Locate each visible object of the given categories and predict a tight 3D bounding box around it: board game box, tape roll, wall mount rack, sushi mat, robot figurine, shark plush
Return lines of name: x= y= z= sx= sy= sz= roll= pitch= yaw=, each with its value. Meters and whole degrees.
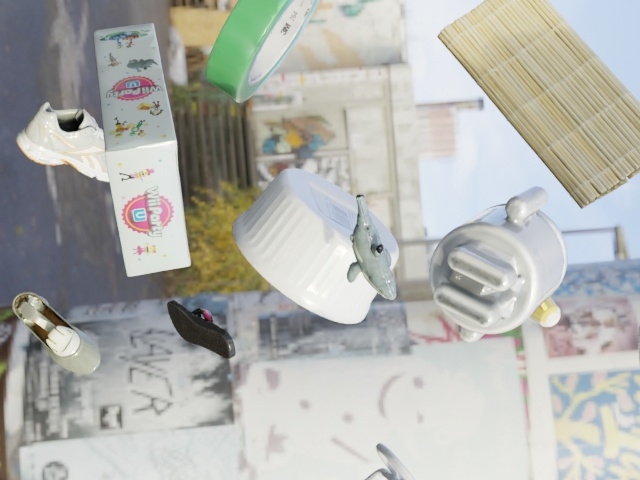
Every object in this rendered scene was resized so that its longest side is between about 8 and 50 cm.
board game box: x=-0.258 y=-0.135 z=1.438 sx=0.303 sy=0.097 sz=0.224 roll=-110 pitch=-165 yaw=-47
tape roll: x=-0.102 y=-0.423 z=1.963 sx=0.321 sy=0.077 sz=0.321 roll=-56 pitch=177 yaw=-4
wall mount rack: x=0.153 y=0.458 z=1.370 sx=0.350 sy=0.130 sz=0.304 roll=54 pitch=-8 yaw=-13
sushi mat: x=0.312 y=-0.203 z=1.344 sx=0.316 sy=0.151 sz=0.019 roll=53 pitch=-4 yaw=13
robot figurine: x=0.324 y=0.045 z=1.802 sx=0.353 sy=0.200 sz=0.300 roll=-26 pitch=143 yaw=-59
shark plush: x=0.082 y=0.005 z=1.456 sx=0.067 sy=0.073 sz=0.161 roll=-136 pitch=-140 yaw=-59

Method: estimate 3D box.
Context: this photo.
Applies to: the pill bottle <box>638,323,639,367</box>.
pill bottle: x=0.515 y=0.121 z=0.978 sx=0.204 sy=0.361 sz=0.204 roll=-8 pitch=90 yaw=-87

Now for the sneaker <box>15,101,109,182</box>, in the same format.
sneaker: x=-0.463 y=-0.200 z=2.009 sx=0.121 sy=0.262 sz=0.099 roll=-51 pitch=-130 yaw=27

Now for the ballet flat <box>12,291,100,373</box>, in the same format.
ballet flat: x=-0.485 y=0.167 z=1.814 sx=0.213 sy=0.072 sz=0.068 roll=36 pitch=-8 yaw=27

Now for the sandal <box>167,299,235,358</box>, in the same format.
sandal: x=-0.190 y=0.144 z=1.651 sx=0.179 sy=0.040 sz=0.067 roll=23 pitch=-47 yaw=41

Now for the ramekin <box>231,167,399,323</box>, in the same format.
ramekin: x=0.000 y=0.000 z=1.702 sx=0.135 sy=0.277 sz=0.277 roll=-54 pitch=-163 yaw=18

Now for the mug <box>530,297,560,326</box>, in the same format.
mug: x=0.428 y=0.135 z=1.954 sx=0.064 sy=0.078 sz=0.062 roll=49 pitch=-62 yaw=46
